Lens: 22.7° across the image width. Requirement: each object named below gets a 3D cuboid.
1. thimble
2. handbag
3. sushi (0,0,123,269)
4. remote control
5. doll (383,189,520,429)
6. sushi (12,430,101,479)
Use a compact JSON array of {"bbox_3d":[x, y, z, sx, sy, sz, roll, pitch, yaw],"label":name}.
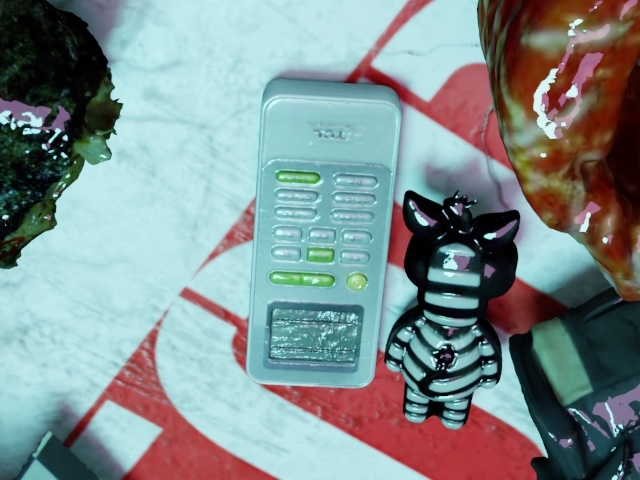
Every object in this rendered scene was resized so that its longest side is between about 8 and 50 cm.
[{"bbox_3d":[0.277,-0.129,0.994,0.350,0.230,0.350,0,119,0],"label":"thimble"},{"bbox_3d":[0.247,0.149,1.191,0.181,0.181,0.254,-25,118,6],"label":"handbag"},{"bbox_3d":[-0.209,-0.077,1.077,0.115,0.147,0.212,22,136,-21],"label":"sushi"},{"bbox_3d":[0.000,0.000,1.177,0.103,0.034,0.250,4,121,-3],"label":"remote control"},{"bbox_3d":[0.098,0.050,1.191,0.091,0.067,0.219,10,127,7],"label":"doll"},{"bbox_3d":[-0.187,0.389,1.219,0.064,0.359,0.343,4,142,43],"label":"sushi"}]
